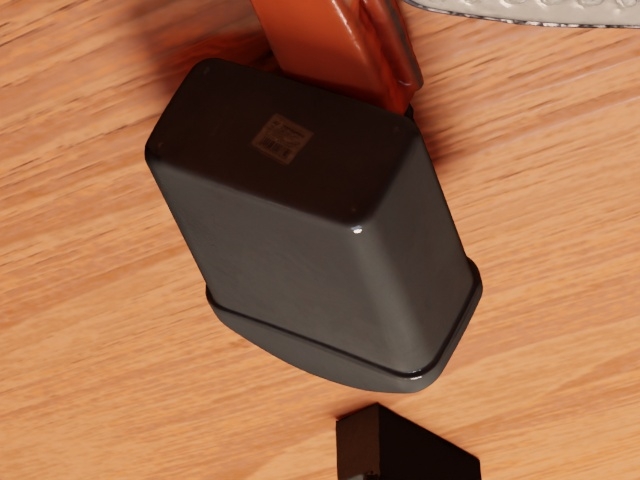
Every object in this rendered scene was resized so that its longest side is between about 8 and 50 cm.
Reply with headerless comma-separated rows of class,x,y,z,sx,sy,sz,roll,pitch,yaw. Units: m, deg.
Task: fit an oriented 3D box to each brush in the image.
brush,0.003,-0.137,1.002,0.070,0.051,0.323,16,157,23

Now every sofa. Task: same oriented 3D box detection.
sofa,0.072,0.206,1.498,0.060,0.085,0.147,-29,138,31

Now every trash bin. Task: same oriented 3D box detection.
trash bin,0.000,0.000,1.119,0.176,0.101,0.236,21,157,25

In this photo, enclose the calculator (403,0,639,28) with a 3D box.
calculator,0.151,-0.177,0.964,0.268,0.040,0.177,-1,146,1
